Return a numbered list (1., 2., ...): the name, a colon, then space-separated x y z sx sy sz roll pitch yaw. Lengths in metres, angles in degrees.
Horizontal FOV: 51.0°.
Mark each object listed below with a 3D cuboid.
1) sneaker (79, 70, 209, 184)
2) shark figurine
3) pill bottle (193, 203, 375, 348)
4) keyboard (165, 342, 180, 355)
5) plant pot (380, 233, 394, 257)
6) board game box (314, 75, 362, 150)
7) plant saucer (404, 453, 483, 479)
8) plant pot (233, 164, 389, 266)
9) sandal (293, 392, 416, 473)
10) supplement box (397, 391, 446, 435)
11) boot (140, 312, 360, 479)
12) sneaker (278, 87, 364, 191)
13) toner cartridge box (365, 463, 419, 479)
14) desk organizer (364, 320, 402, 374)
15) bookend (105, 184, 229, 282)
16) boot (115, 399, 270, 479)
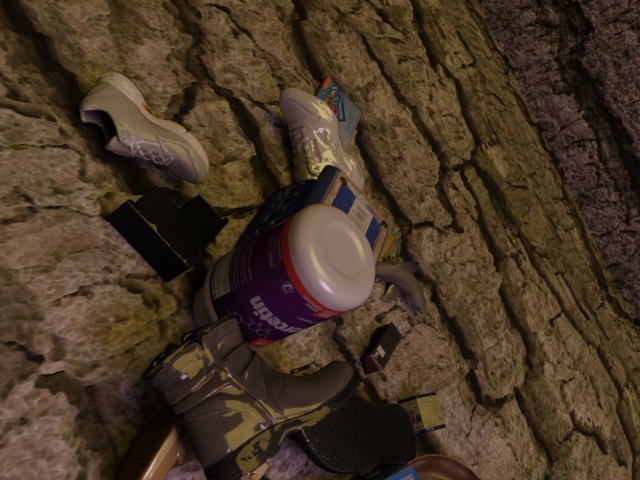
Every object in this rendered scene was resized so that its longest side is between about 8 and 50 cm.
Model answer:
1. sneaker: -0.327 -0.179 1.224 0.262 0.099 0.121 41 49 -14
2. shark figurine: 0.179 0.080 1.619 0.278 0.116 0.166 15 56 -46
3. pill bottle: -0.075 0.076 1.153 0.181 0.323 0.181 27 49 -36
4. keyboard: -0.195 0.253 1.153 0.180 0.023 0.108 31 47 -32
5. plant pot: 0.114 0.011 1.614 0.081 0.081 0.083 40 54 -26
6. board game box: 0.024 -0.302 1.742 0.145 0.027 0.281 45 41 -22
7. plant saucer: 0.249 0.595 1.356 0.311 0.050 0.310 17 51 -22
8. plant pot: 0.000 0.000 1.379 0.236 0.212 0.236 46 40 -18
9. sandal: 0.049 0.380 1.308 0.446 0.107 0.167 33 43 -49
10. supplement box: 0.231 0.395 1.525 0.083 0.056 0.083 6 63 -47
11. boot: -0.092 0.205 1.049 0.338 0.118 0.222 -24 81 -49
12. sneaker: -0.014 -0.210 1.555 0.152 0.114 0.305 -42 106 -35
13. toner cartridge box: 0.053 0.534 1.166 0.348 0.075 0.165 -13 79 -40
14. desk organizer: 0.133 0.243 1.511 0.047 0.050 0.130 54 38 -9
15. bookend: -0.270 -0.037 1.205 0.157 0.072 0.156 49 38 -15
16. boot: -0.185 0.342 1.055 0.203 0.095 0.262 51 43 -23
